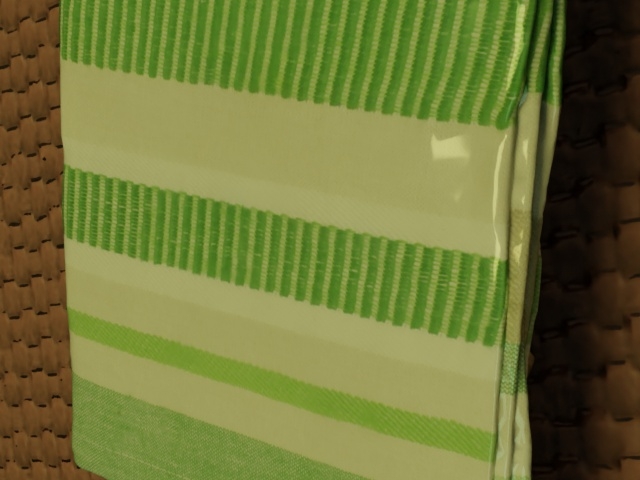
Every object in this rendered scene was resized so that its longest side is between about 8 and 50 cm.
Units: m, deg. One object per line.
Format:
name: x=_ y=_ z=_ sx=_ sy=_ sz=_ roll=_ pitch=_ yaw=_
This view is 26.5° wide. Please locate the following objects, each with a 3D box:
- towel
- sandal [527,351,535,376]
towel: x=-0.013 y=-0.025 z=0.560 sx=0.247 sy=0.038 sz=0.325 roll=13 pitch=111 yaw=33
sandal: x=0.003 y=0.002 z=0.645 sx=0.240 sy=0.088 sz=0.079 roll=19 pitch=78 yaw=34
